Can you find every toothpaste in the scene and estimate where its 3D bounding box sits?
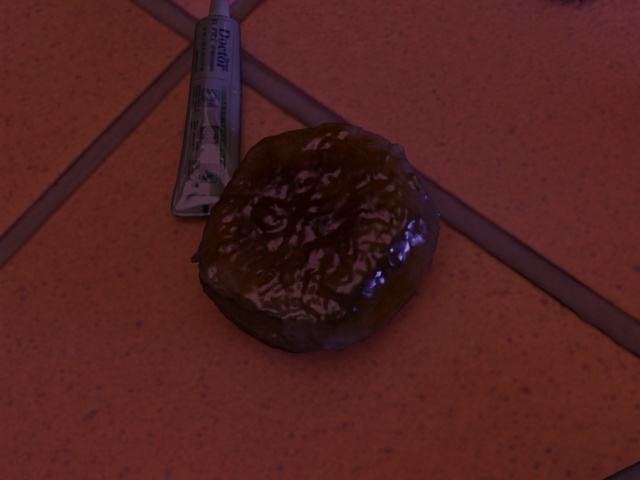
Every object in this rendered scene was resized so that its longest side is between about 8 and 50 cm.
[{"bbox_3d":[-0.095,-0.120,1.477,0.064,0.041,0.218,0,67,5],"label":"toothpaste"}]

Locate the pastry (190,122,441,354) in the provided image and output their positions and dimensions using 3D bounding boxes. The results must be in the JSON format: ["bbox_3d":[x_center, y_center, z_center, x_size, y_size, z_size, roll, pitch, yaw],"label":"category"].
[{"bbox_3d":[0.000,0.000,1.364,0.182,0.093,0.192,24,72,24],"label":"pastry"}]

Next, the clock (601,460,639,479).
[{"bbox_3d":[0.326,0.263,1.193,0.279,0.049,0.273,-26,61,-4],"label":"clock"}]
